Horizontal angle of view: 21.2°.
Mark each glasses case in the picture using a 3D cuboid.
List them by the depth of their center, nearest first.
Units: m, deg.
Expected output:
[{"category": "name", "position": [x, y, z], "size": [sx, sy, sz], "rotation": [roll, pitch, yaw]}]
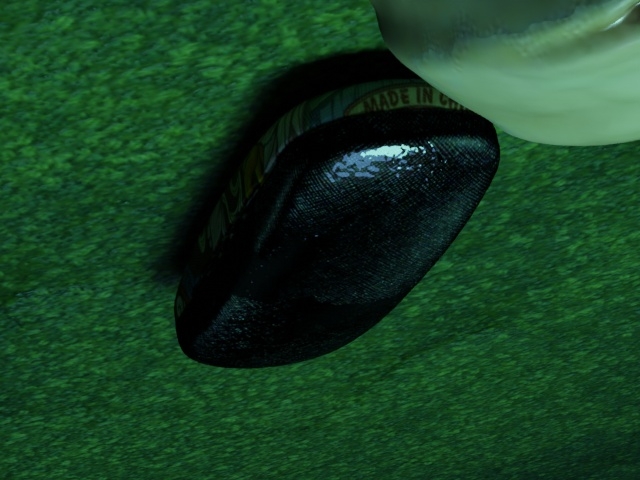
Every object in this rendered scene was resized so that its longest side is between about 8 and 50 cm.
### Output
[{"category": "glasses case", "position": [0.000, 0.000, 0.998], "size": [0.122, 0.082, 0.321], "rotation": [-6, 157, -22]}]

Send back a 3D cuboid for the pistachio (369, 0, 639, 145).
[{"category": "pistachio", "position": [0.153, -0.149, 0.538], "size": [0.318, 0.214, 0.193], "rotation": [-28, 117, 24]}]
